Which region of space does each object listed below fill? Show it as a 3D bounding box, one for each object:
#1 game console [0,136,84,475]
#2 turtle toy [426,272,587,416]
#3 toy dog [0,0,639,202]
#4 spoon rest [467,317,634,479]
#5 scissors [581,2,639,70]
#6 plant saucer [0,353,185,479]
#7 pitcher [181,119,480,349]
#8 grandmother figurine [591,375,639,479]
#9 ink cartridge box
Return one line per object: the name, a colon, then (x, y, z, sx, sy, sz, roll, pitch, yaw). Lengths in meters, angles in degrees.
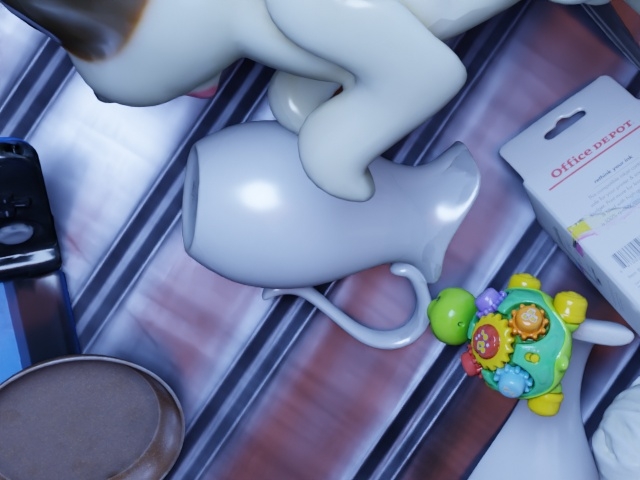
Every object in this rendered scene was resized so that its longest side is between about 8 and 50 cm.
game console: (-0.324, 0.075, 0.865, 0.293, 0.250, 0.173, -12, 69, -12)
turtle toy: (0.134, 0.071, 0.900, 0.066, 0.130, 0.095, 5, 102, -36)
toy dog: (0.000, -0.211, 0.719, 0.408, 0.284, 0.395, -15, 126, -1)
spoon rest: (0.183, 0.183, 0.972, 0.137, 0.084, 0.276, 11, 107, -3)
scissors: (0.160, -0.232, 0.923, 0.109, 0.021, 0.297, -32, 113, -10)
plant saucer: (-0.189, 0.148, 0.929, 0.169, 0.029, 0.168, -9, 125, -14)
pitcher: (0.000, 0.000, 0.925, 0.207, 0.125, 0.177, 4, 109, -15)
grandmother figurine: (0.353, 0.128, 0.913, 0.342, 0.104, 0.207, -9, 86, -22)
ink cartridge box: (0.238, -0.025, 0.926, 0.115, 0.067, 0.198, -34, 53, -1)
